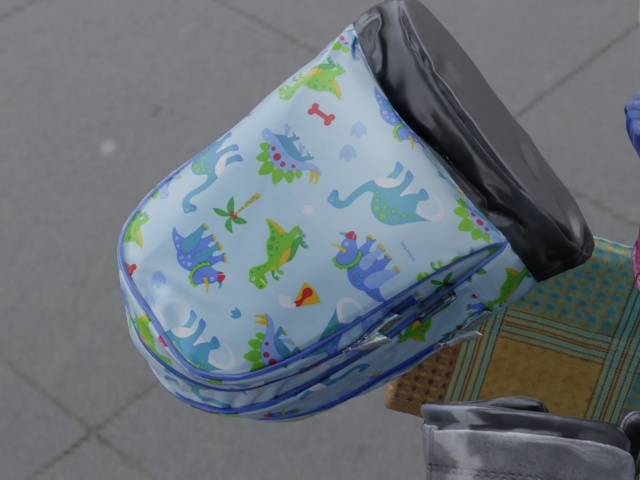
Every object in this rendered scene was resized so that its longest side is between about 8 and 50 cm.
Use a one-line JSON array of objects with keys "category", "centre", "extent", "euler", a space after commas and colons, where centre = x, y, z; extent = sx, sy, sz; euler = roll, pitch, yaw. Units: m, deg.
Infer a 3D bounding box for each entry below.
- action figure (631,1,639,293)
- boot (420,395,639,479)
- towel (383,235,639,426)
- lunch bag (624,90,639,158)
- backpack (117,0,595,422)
[{"category": "action figure", "centre": [0.221, -0.047, 0.755], "extent": [0.275, 0.370, 0.248], "euler": [-5, 39, -17]}, {"category": "boot", "centre": [0.180, 0.200, 0.654], "extent": [0.338, 0.118, 0.223], "euler": [20, 80, -13]}, {"category": "towel", "centre": [0.276, 0.115, 1.630], "extent": [0.370, 0.271, 0.040], "euler": [16, 29, -2]}, {"category": "lunch bag", "centre": [0.185, 0.016, 0.324], "extent": [0.090, 0.176, 0.219], "euler": [-56, 42, -1]}, {"category": "backpack", "centre": [0.000, 0.000, 1.325], "extent": [0.290, 0.355, 0.273], "euler": [57, 22, 13]}]
